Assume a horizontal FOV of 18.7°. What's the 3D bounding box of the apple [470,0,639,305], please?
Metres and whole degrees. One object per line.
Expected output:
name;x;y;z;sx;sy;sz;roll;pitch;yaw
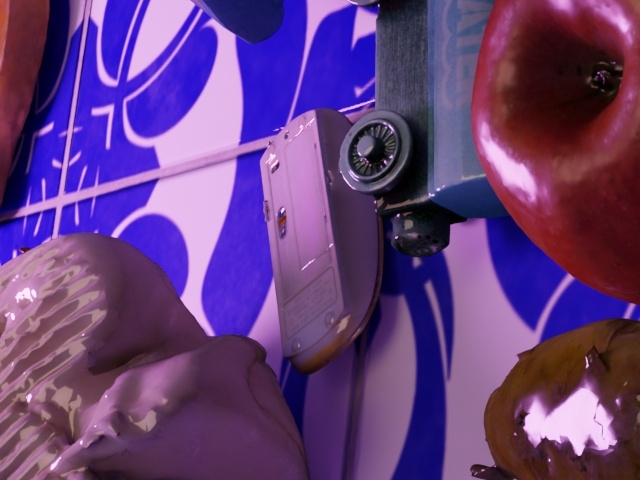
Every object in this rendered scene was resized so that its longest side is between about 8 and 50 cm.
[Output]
apple;0.193;-0.072;0.988;0.218;0.201;0.218;-13;73;48

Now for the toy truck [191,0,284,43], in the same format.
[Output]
toy truck;-0.013;-0.330;1.417;0.146;0.175;0.367;41;110;56

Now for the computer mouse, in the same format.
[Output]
computer mouse;0.001;0.000;1.378;0.102;0.045;0.199;-42;46;41

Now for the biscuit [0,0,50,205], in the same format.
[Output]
biscuit;-0.380;-0.152;1.987;0.385;0.062;0.365;11;89;57

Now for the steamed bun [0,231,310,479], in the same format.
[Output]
steamed bun;-0.156;0.192;1.369;0.352;0.247;0.339;32;88;48

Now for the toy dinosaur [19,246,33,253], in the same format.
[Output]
toy dinosaur;-0.232;0.024;1.722;0.113;0.041;0.026;28;97;52

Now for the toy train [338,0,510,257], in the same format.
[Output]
toy train;0.092;-0.115;1.259;0.159;0.101;0.248;-13;66;36

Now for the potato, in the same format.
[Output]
potato;0.159;0.102;1.064;0.225;0.090;0.117;-8;77;62
